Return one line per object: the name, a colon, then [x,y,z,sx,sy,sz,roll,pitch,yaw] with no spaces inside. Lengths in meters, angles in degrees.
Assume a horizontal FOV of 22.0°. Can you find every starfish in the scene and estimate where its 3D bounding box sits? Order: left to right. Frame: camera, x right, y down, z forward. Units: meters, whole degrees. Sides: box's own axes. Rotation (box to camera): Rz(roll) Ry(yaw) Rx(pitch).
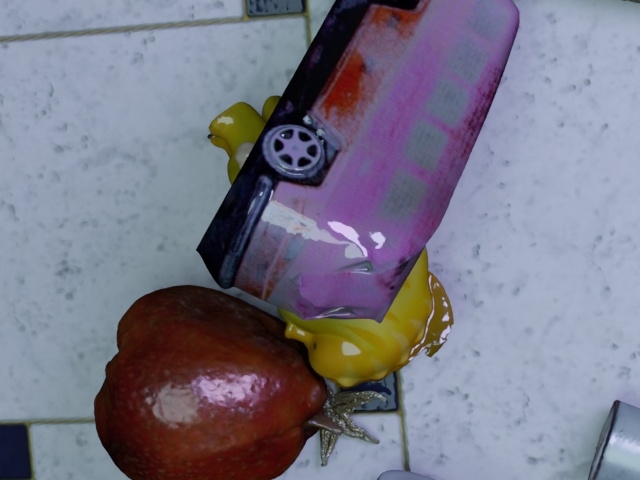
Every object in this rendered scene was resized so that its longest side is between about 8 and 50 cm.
starfish: [0.010,0.137,1.355,0.092,0.016,0.086,-23,93,20]

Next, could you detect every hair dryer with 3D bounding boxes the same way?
hair dryer: [0.252,0.255,1.289,0.131,0.073,0.236,20,104,9]

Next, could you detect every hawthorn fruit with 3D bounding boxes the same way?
hawthorn fruit: [-0.090,0.123,1.304,0.179,0.173,0.173,4,100,-27]

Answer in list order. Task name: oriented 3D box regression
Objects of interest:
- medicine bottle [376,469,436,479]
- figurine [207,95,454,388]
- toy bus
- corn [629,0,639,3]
medicine bottle: [0.043,0.322,1.306,0.143,0.143,0.258,29,104,8]
figurine: [0.000,0.000,1.280,0.131,0.156,0.246,-34,83,-8]
toy bus: [0.035,-0.078,1.186,0.147,0.302,0.127,25,147,0]
corn: [0.191,-0.232,1.233,0.281,0.092,0.092,15,100,6]
